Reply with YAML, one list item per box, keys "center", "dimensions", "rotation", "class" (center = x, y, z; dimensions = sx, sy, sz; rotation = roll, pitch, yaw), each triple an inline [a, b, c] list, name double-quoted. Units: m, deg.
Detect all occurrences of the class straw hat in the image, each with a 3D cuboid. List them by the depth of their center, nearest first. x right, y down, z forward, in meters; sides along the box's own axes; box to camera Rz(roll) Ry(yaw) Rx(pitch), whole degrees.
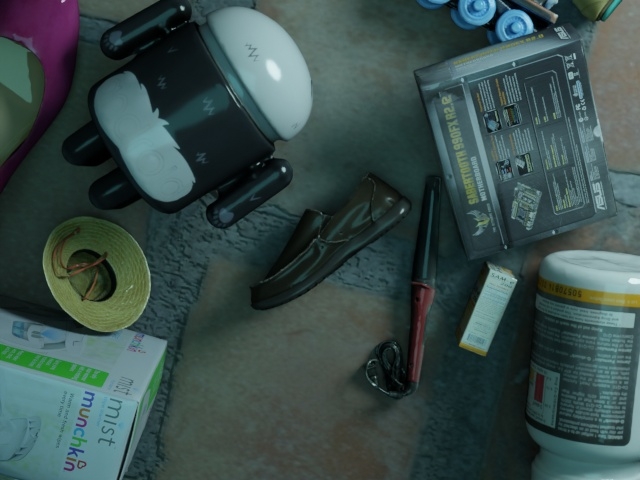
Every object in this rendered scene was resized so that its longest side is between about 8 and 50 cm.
- center: [-0.274, 0.043, 1.559]
  dimensions: [0.061, 0.144, 0.144]
  rotation: [-21, 102, 45]
  class: "straw hat"

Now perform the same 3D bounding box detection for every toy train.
- center: [0.185, -0.287, 1.500]
  dimensions: [0.184, 0.080, 0.105]
  rotation: [29, 92, -5]
  class: "toy train"

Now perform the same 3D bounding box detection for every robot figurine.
- center: [-0.143, -0.139, 1.478]
  dimensions: [0.278, 0.173, 0.209]
  rotation: [-32, 128, 5]
  class: "robot figurine"

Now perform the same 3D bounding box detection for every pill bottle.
- center: [0.317, 0.159, 1.530]
  dimensions: [0.162, 0.162, 0.278]
  rotation: [4, 99, -1]
  class: "pill bottle"

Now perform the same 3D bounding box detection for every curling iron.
- center: [0.107, 0.058, 1.577]
  dimensions: [0.068, 0.035, 0.274]
  rotation: [12, 100, -2]
  class: "curling iron"

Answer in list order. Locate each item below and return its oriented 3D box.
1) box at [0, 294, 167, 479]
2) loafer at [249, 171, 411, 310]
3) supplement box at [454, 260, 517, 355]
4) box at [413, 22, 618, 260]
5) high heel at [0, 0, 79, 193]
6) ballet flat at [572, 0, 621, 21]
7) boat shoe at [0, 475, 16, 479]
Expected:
- center: [-0.305, 0.168, 1.481]
  dimensions: [0.231, 0.262, 0.127]
  rotation: [15, 99, -2]
  class: "box"
- center: [0.000, 0.000, 1.553]
  dimensions: [0.220, 0.080, 0.078]
  rotation: [-37, 88, 1]
  class: "loafer"
- center: [0.193, 0.079, 1.567]
  dimensions: [0.036, 0.062, 0.098]
  rotation: [21, 98, -2]
  class: "supplement box"
- center: [0.221, -0.107, 1.504]
  dimensions: [0.183, 0.056, 0.231]
  rotation: [-17, 118, 4]
  class: "box"
- center: [-0.369, -0.128, 1.471]
  dimensions: [0.127, 0.181, 0.377]
  rotation: [22, 99, -4]
  class: "high heel"
- center: [0.364, -0.348, 1.492]
  dimensions: [0.073, 0.080, 0.232]
  rotation: [45, 96, 8]
  class: "ballet flat"
- center: [-0.458, 0.309, 1.588]
  dimensions: [0.324, 0.097, 0.116]
  rotation: [-9, 101, 2]
  class: "boat shoe"
